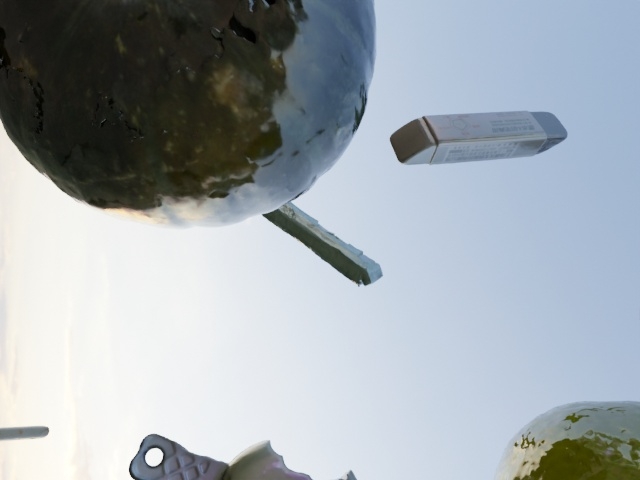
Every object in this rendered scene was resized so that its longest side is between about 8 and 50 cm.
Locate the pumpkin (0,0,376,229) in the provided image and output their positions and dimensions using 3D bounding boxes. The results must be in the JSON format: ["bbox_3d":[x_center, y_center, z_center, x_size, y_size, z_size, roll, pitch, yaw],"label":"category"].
[{"bbox_3d":[-0.155,-0.233,0.548,0.454,0.344,0.454,-1,-103,6],"label":"pumpkin"}]

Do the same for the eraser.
[{"bbox_3d":[0.312,-0.204,0.904,0.061,0.352,0.089,101,-21,-51],"label":"eraser"}]

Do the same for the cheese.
[{"bbox_3d":[-0.084,0.304,0.540,0.163,0.286,0.082,-62,-178,-34],"label":"cheese"}]

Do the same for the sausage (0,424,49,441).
[{"bbox_3d":[-0.516,0.328,0.783,0.024,0.132,0.024,-4,-111,10],"label":"sausage"}]

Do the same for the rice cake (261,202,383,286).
[{"bbox_3d":[0.000,0.000,1.092,0.336,0.066,0.063,36,-55,20],"label":"rice cake"}]

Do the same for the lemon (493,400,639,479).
[{"bbox_3d":[0.198,0.197,0.269,0.248,0.184,0.184,-74,-179,-71],"label":"lemon"}]
